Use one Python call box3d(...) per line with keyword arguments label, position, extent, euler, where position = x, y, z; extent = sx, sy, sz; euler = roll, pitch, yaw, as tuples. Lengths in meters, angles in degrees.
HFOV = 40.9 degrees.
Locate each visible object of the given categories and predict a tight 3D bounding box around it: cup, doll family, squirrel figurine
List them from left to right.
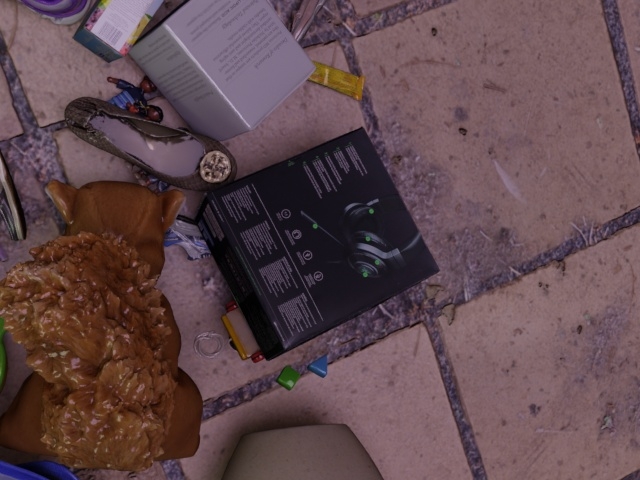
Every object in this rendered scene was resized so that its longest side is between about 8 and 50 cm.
box3d(label="squirrel figurine", position=(-0.270, 0.095, 1.118), extent=(0.281, 0.397, 0.370), euler=(7, 82, -11))
box3d(label="doll family", position=(-0.250, -0.157, 1.249), extent=(0.111, 0.076, 0.193), euler=(-39, 105, -6))
box3d(label="cup", position=(-0.028, 0.408, 1.307), extent=(0.331, 0.331, 0.236), euler=(-1, 74, -20))

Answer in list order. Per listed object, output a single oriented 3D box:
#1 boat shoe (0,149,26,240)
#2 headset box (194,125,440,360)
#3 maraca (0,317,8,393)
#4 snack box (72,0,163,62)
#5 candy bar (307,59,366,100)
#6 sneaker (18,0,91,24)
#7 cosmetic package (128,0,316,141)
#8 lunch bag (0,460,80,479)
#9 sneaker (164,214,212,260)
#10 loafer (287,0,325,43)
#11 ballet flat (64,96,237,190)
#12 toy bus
box3d(label="boat shoe", position=(-0.453, -0.069, 1.201), extent=(0.049, 0.056, 0.152), euler=(-18, 94, -11))
box3d(label="headset box", position=(0.000, 0.000, 1.257), extent=(0.283, 0.131, 0.246), euler=(-26, 84, -20))
box3d(label="maraca", position=(-0.488, 0.163, 1.194), extent=(0.127, 0.099, 0.185), euler=(11, 82, 17))
box3d(label="snack box", position=(-0.246, -0.346, 1.167), extent=(0.070, 0.174, 0.207), euler=(34, 86, -22))
box3d(label="candy bar", position=(-0.001, -0.262, 1.351), extent=(0.162, 0.018, 0.040), euler=(15, 89, -21))
box3d(label="sneaker", position=(-0.419, -0.364, 1.141), extent=(0.236, 0.104, 0.095), euler=(16, 93, -20))
box3d(label="cosmetic package", position=(-0.140, -0.257, 1.215), extent=(0.151, 0.151, 0.183), euler=(-48, 112, -24))
box3d(label="lunch bag", position=(-0.471, 0.397, 1.084), extent=(0.385, 0.328, 0.238), euler=(34, 48, -39))
box3d(label="sneaker", position=(-0.180, 0.005, 1.315), extent=(0.135, 0.052, 0.058), euler=(20, 101, -14))
box3d(label="loafer", position=(-0.026, -0.349, 1.321), extent=(0.039, 0.045, 0.125), euler=(31, 80, -4))
box3d(label="ballet flat", position=(-0.232, -0.134, 1.189), extent=(0.250, 0.058, 0.084), euler=(23, 87, -14))
box3d(label="toy bus", position=(-0.077, 0.129, 1.333), extent=(0.202, 0.104, 0.190), euler=(20, 69, -4))
